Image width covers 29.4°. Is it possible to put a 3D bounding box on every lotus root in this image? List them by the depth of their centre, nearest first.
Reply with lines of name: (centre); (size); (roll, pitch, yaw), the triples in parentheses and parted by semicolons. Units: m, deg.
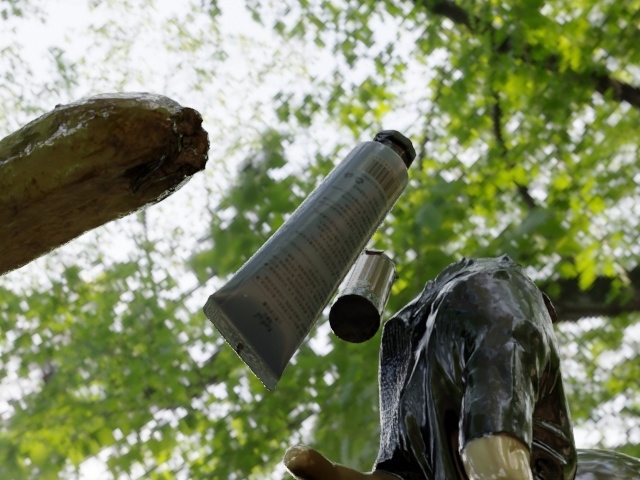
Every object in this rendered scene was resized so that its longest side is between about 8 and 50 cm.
lotus root: (-0.207, -0.045, 0.938); (0.258, 0.097, 0.110); (-25, -35, 5)

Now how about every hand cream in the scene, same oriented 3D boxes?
hand cream: (0.000, 0.000, 1.016); (0.091, 0.058, 0.271); (54, -130, -20)

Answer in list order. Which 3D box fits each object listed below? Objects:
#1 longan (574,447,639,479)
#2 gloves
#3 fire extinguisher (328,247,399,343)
longan: (0.170, 0.261, 0.943); (0.246, 0.246, 0.215); (-18, -65, -26)
gloves: (0.079, 0.134, 0.754); (0.301, 0.152, 0.197); (-48, -1, -45)
fire extinguisher: (0.042, 0.043, 1.178); (0.050, 0.062, 0.177); (-63, 0, 20)
